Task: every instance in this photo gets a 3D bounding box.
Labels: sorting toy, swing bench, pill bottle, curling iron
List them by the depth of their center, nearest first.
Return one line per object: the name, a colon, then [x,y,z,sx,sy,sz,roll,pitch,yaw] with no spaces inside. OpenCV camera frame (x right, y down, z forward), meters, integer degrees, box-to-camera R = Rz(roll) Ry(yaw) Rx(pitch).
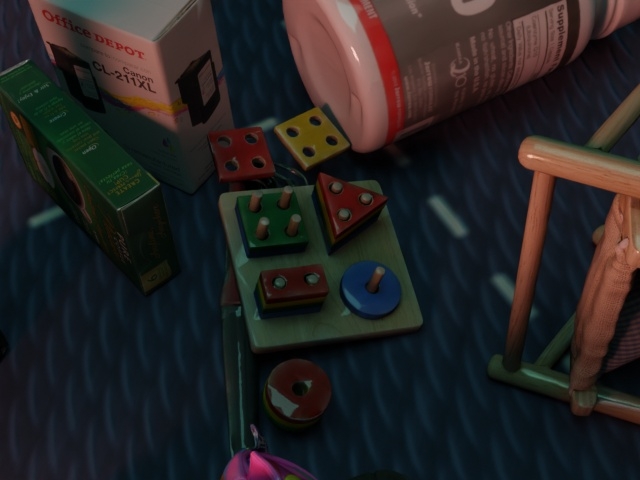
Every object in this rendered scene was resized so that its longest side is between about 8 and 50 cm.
swing bench: [0.257,0.034,0.596,0.254,0.253,0.165,32,63,25]
sorting toy: [0.000,0.000,0.739,0.132,0.046,0.275,-6,60,-17]
curling iron: [-0.048,0.046,0.746,0.068,0.035,0.274,1,54,5]
pill bottle: [0.126,-0.199,0.832,0.283,0.161,0.161,-25,56,-13]

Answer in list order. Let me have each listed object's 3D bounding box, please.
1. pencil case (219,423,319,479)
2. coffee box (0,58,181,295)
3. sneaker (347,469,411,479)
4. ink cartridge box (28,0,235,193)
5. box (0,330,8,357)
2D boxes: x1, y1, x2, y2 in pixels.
pencil case: [-0.075,0.217,0.532,0.104,0.104,0.236,40,95,28]
coffee box: [-0.184,-0.050,0.781,0.040,0.113,0.184,-35,58,-23]
sneaker: [0.056,0.240,0.577,0.087,0.130,0.227,-21,27,-5]
ink cartridge box: [-0.148,-0.137,0.800,0.127,0.175,0.072,24,59,21]
box: [-0.379,0.114,0.550,0.097,0.318,0.395,24,59,21]
